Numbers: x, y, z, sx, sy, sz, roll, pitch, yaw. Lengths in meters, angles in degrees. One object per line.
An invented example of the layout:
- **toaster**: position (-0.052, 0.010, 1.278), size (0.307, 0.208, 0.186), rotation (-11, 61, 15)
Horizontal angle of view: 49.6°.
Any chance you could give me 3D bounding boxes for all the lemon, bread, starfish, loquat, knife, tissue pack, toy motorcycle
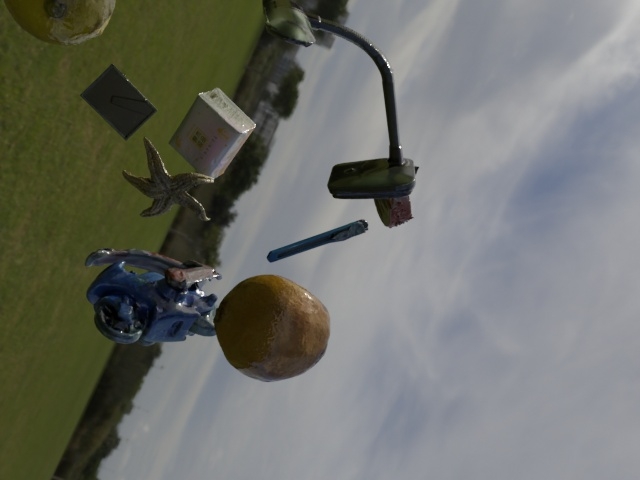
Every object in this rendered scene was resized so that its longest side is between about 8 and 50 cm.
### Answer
- **lemon**: position (-0.595, -0.578, 1.586), size (0.260, 0.260, 0.284), rotation (-59, -175, 33)
- **bread**: position (0.196, -0.116, 1.909), size (0.160, 0.073, 0.160), rotation (164, -90, -80)
- **starfish**: position (-0.394, -0.133, 1.773), size (0.235, 0.277, 0.062), rotation (-21, -144, 22)
- **loquat**: position (-0.082, 0.160, 1.260), size (0.187, 0.234, 0.176), rotation (-48, -148, 20)
- **knife**: position (0.001, 0.001, 1.608), size (0.026, 0.296, 0.044), rotation (47, -39, 33)
- **tissue pack**: position (-0.344, -0.334, 2.194), size (0.225, 0.185, 0.124), rotation (-47, 176, 36)
- **toy motorcycle**: position (-0.362, 0.128, 1.456), size (0.241, 0.319, 0.182), rotation (19, -81, 39)

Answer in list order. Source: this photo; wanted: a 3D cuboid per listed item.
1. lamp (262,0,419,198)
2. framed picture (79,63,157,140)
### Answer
- **lamp**: position (0.030, -0.165, 0.832), size (0.124, 0.283, 0.203), rotation (-18, -157, 14)
- **framed picture**: position (-0.479, -0.328, 1.649), size (0.109, 0.149, 0.011), rotation (-41, -162, 7)
